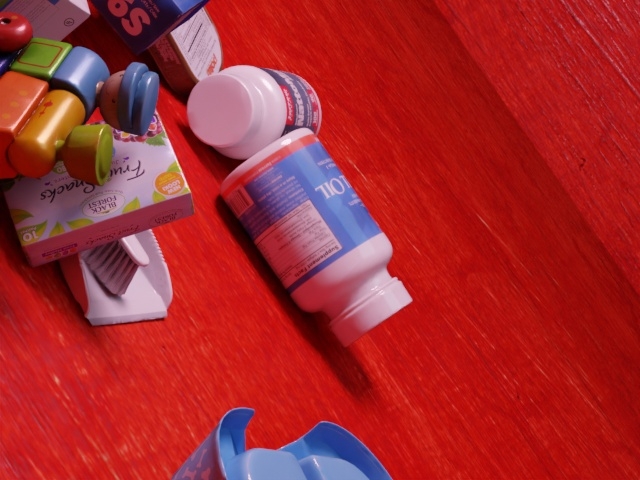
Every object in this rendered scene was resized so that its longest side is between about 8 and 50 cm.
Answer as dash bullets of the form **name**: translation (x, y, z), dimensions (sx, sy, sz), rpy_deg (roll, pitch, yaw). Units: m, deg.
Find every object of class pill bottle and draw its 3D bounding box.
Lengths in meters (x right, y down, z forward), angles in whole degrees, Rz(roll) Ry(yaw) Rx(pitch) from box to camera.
- **pill bottle**: translation (-0.078, -0.145, 1.728), dimensions (0.108, 0.108, 0.180), rpy_deg (57, 19, 9)
- **pill bottle**: translation (0.000, 0.000, 1.630), dimensions (0.221, 0.124, 0.124), rpy_deg (55, 18, 3)

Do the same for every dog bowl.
- **dog bowl**: translation (-0.018, 0.232, 1.244), dimensions (0.297, 0.074, 0.166), rpy_deg (22, 37, -59)

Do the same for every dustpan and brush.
- **dustpan and brush**: translation (-0.196, -0.034, 1.308), dimensions (0.211, 0.060, 0.147), rpy_deg (57, 19, 12)

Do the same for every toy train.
- **toy train**: translation (-0.223, -0.069, 1.143), dimensions (0.248, 0.143, 0.105), rpy_deg (-69, 166, -51)

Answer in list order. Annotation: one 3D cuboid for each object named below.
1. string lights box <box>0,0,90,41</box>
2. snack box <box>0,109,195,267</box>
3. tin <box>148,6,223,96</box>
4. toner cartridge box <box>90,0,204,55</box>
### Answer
- **string lights box**: translation (-0.327, -0.230, 1.224), dimensions (0.260, 0.133, 0.076), rpy_deg (35, 26, -45)
- **snack box**: translation (-0.186, -0.046, 1.237), dimensions (0.037, 0.141, 0.100), rpy_deg (88, -19, -58)
- **tin**: translation (-0.167, -0.249, 1.713), dimensions (0.189, 0.040, 0.106), rpy_deg (61, 35, -35)
- **toner cartridge box**: translation (-0.247, -0.362, 1.541), dimensions (0.348, 0.075, 0.165), rpy_deg (50, 24, -8)
